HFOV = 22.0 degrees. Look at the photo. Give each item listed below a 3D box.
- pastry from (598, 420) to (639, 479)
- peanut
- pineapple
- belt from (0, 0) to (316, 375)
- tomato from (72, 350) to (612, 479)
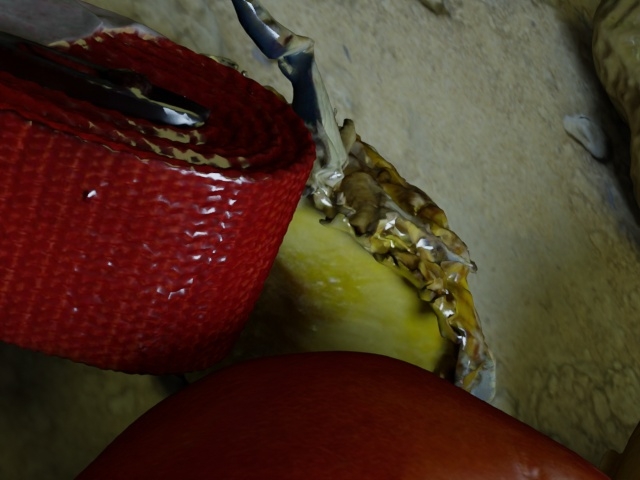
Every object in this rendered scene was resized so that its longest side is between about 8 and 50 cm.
[{"bbox_3d":[0.298,0.248,0.921,0.409,0.245,0.409,25,51,-35],"label":"pastry"},{"bbox_3d":[0.283,-0.090,1.236,0.196,0.110,0.233,12,56,-45],"label":"peanut"},{"bbox_3d":[0.004,-0.001,0.807,0.334,0.158,0.161,55,36,-7],"label":"pineapple"},{"bbox_3d":[-0.114,-0.022,0.672,0.201,0.124,0.128,21,26,-2],"label":"belt"},{"bbox_3d":[0.013,0.178,0.632,0.298,0.226,0.299,17,55,-27],"label":"tomato"}]
